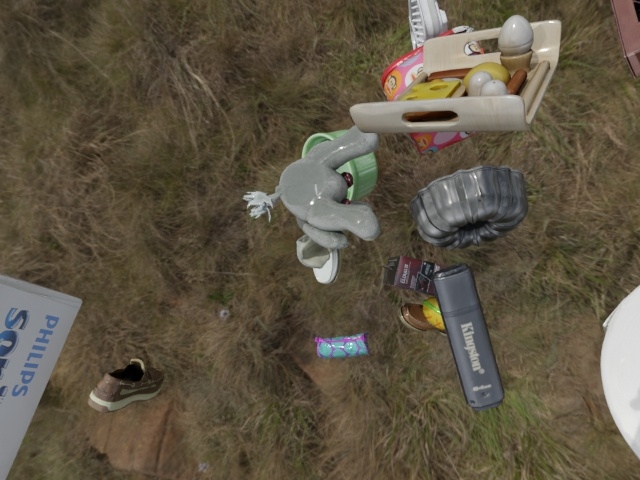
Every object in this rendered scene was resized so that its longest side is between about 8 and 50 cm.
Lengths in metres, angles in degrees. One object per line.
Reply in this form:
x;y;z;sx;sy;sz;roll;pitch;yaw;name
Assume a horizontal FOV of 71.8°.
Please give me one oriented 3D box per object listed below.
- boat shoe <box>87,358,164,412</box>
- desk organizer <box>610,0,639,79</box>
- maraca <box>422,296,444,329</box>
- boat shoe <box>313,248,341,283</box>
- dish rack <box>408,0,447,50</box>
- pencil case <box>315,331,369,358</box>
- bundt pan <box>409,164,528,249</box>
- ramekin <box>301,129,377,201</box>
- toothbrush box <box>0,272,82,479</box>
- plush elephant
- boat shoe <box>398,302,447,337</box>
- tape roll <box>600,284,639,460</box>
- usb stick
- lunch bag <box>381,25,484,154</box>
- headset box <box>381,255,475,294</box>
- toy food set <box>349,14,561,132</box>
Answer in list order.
-0.457;0.345;1.101;0.095;0.257;0.095;23;89;7;boat shoe
0.404;-0.275;0.554;0.050;0.047;0.130;-18;55;42;desk organizer
0.420;0.254;1.472;0.185;0.127;0.099;35;95;31;maraca
0.000;0.000;1.492;0.113;0.103;0.302;-5;88;26;boat shoe
0.302;-0.592;1.246;0.072;0.333;0.286;-11;70;12;dish rack
0.065;0.304;1.277;0.151;0.064;0.070;-10;123;16;pencil case
0.423;-0.071;1.248;0.330;0.331;0.124;-13;65;15;bundt pan
0.076;-0.274;1.689;0.303;0.148;0.303;35;137;40;ramekin
-0.357;0.106;0.337;0.295;0.126;0.216;9;73;30;toothbrush box
0.015;-0.083;1.081;0.330;0.255;0.272;-12;72;17;plush elephant
0.418;0.277;1.623;0.104;0.307;0.111;-41;46;37;boat shoe
0.607;0.201;0.601;0.392;0.072;0.392;-19;55;29;tape roll
0.271;0.177;0.806;0.077;0.045;0.278;-18;98;-2;usb stick
0.302;-0.341;1.033;0.258;0.293;0.120;-26;62;17;lunch bag
0.361;0.132;1.568;0.293;0.218;0.110;13;85;-1;headset box
0.203;-0.244;0.634;0.219;0.306;0.092;8;129;33;toy food set
